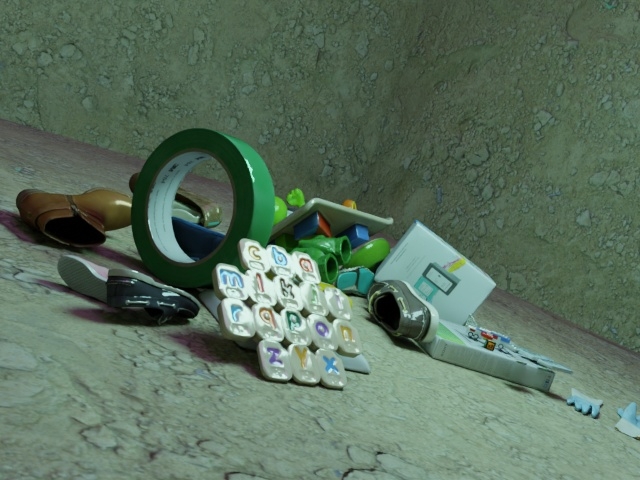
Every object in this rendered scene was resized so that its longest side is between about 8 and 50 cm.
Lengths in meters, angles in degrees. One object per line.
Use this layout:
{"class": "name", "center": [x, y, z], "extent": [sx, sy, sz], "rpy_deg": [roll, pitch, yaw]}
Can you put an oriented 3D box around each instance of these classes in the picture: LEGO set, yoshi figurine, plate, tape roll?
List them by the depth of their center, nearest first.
{"class": "plate", "center": [-0.070, 0.159, 1.381], "extent": [0.277, 0.045, 0.278], "rpy_deg": [16, 8, -28]}
{"class": "tape roll", "center": [-0.244, -0.064, 1.459], "extent": [0.321, 0.322, 0.077], "rpy_deg": [24, 8, 31]}
{"class": "LEGO set", "center": [0.461, 0.247, 1.714], "extent": [0.244, 0.060, 0.182], "rpy_deg": [17, 4, -27]}
{"class": "yoshi figurine", "center": [-0.069, -0.067, 2.375], "extent": [0.361, 0.203, 0.203], "rpy_deg": [0, 9, 17]}

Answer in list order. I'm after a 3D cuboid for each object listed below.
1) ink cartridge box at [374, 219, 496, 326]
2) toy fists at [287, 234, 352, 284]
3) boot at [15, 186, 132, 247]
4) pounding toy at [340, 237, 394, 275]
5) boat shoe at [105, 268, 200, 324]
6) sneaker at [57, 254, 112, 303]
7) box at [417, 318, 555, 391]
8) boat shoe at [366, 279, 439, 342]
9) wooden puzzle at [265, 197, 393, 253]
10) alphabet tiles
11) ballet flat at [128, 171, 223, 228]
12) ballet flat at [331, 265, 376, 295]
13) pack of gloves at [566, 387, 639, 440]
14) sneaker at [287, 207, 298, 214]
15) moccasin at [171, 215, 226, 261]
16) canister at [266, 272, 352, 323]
{"class": "ink cartridge box", "center": [0.317, 0.104, 2.015], "extent": [0.270, 0.197, 0.198], "rpy_deg": [38, 8, 2]}
{"class": "toy fists", "center": [-0.018, 0.051, 1.908], "extent": [0.142, 0.096, 0.279], "rpy_deg": [-10, 15, 19]}
{"class": "boot", "center": [-0.486, -0.049, 1.526], "extent": [0.283, 0.109, 0.220], "rpy_deg": [12, 9, -38]}
{"class": "pounding toy", "center": [0.172, 0.096, 2.200], "extent": [0.110, 0.183, 0.236], "rpy_deg": [51, 17, 23]}
{"class": "boat shoe", "center": [-0.275, 0.105, 1.181], "extent": [0.075, 0.065, 0.206], "rpy_deg": [-5, -23, 28]}
{"class": "sneaker", "center": [-0.373, 0.065, 1.212], "extent": [0.134, 0.051, 0.070], "rpy_deg": [28, 12, 3]}
{"class": "box", "center": [0.385, 0.270, 1.783], "extent": [0.321, 0.059, 0.232], "rpy_deg": [20, 7, -15]}
{"class": "boat shoe", "center": [0.178, 0.164, 1.779], "extent": [0.096, 0.117, 0.324], "rpy_deg": [12, 10, -20]}
{"class": "wooden puzzle", "center": [0.000, 0.000, 2.132], "extent": [0.347, 0.081, 0.322], "rpy_deg": [10, -31, -41]}
{"class": "alphabet tiles", "center": [-0.053, 0.123, 1.225], "extent": [0.284, 0.021, 0.278], "rpy_deg": [15, 44, -35]}
{"class": "ballet flat", "center": [-0.470, -0.117, 2.231], "extent": [0.342, 0.116, 0.124], "rpy_deg": [25, 27, 10]}
{"class": "ballet flat", "center": [0.077, 0.110, 2.036], "extent": [0.077, 0.091, 0.241], "rpy_deg": [8, -3, 34]}
{"class": "pack of gloves", "center": [0.691, 0.396, 1.710], "extent": [0.195, 0.046, 0.232], "rpy_deg": [24, 8, 22]}
{"class": "sneaker", "center": [-0.080, -0.030, 2.548], "extent": [0.330, 0.146, 0.122], "rpy_deg": [-1, -30, 20]}
{"class": "moccasin", "center": [-0.210, 0.052, 1.560], "extent": [0.341, 0.117, 0.137], "rpy_deg": [19, -7, 34]}
{"class": "canister", "center": [-0.037, 0.109, 1.373], "extent": [0.169, 0.073, 0.126], "rpy_deg": [17, 8, -34]}
